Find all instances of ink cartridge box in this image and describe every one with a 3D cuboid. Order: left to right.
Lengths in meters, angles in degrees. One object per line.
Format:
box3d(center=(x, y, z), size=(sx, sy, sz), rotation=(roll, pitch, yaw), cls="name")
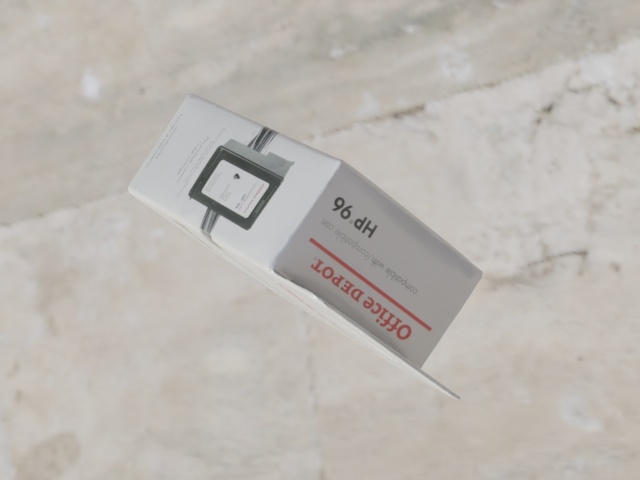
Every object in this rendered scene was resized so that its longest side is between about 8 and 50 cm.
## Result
box3d(center=(0.000, 0.000, 0.392), size=(0.028, 0.048, 0.083), rotation=(-56, 36, -4), cls="ink cartridge box")
